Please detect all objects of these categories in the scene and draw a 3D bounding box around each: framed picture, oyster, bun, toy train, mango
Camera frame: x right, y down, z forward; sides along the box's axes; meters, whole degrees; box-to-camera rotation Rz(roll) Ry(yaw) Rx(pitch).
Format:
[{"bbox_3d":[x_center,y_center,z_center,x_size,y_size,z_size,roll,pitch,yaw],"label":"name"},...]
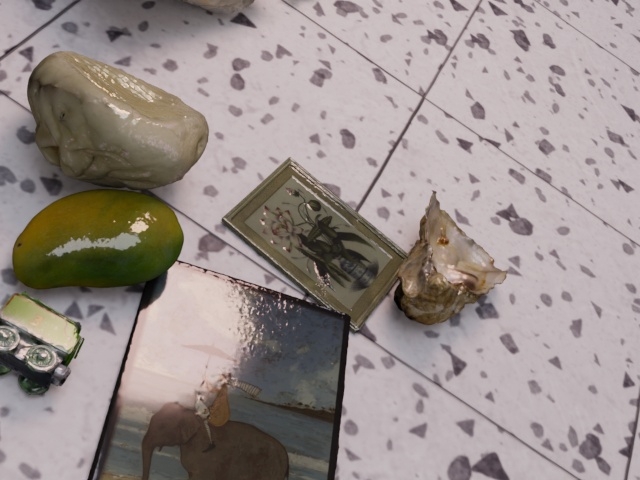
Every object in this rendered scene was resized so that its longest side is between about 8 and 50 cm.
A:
[{"bbox_3d":[0.000,0.000,1.164,0.231,0.010,0.173,39,47,2],"label":"framed picture"},{"bbox_3d":[-0.101,0.187,0.961,0.265,0.016,0.347,19,49,-12],"label":"framed picture"},{"bbox_3d":[0.165,0.040,1.179,0.161,0.107,0.233,42,30,1],"label":"oyster"},{"bbox_3d":[-0.251,-0.130,1.030,0.231,0.133,0.231,27,14,-7],"label":"bun"},{"bbox_3d":[-0.343,0.082,0.884,0.202,0.060,0.081,30,41,-6],"label":"toy train"},{"bbox_3d":[-0.251,-0.005,0.977,0.191,0.085,0.122,0,61,-25],"label":"mango"}]

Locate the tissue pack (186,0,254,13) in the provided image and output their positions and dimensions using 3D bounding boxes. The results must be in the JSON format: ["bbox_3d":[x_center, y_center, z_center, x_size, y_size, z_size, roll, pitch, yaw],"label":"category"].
[{"bbox_3d":[-0.251,-0.508,1.234,0.375,0.195,0.390,47,18,11],"label":"tissue pack"}]
